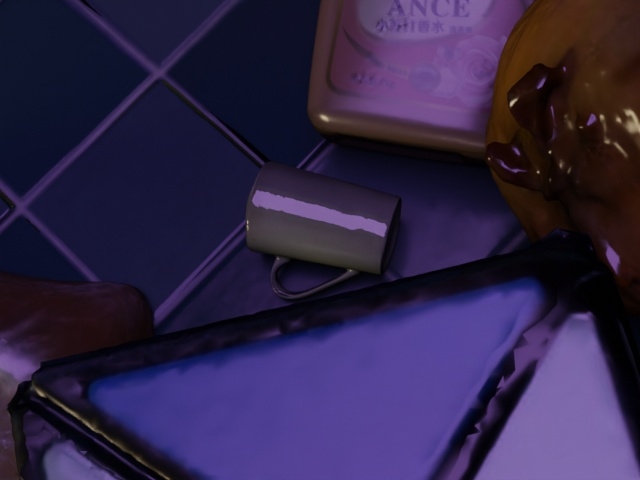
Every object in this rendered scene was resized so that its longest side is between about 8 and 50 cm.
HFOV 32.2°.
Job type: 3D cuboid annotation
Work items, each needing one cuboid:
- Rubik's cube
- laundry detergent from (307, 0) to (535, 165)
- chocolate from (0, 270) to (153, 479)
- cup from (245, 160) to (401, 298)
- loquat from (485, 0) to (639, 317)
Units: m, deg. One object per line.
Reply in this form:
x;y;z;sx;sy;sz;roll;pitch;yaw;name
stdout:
0.028;0.164;0.496;0.250;0.248;0.246;-15;71;4;Rubik's cube
0.091;-0.165;0.654;0.171;0.076;0.237;11;85;9;laundry detergent
-0.235;0.080;0.651;0.253;0.080;0.157;6;75;11;chocolate
0.000;-0.003;0.651;0.083;0.054;0.075;14;75;11;cup
0.190;-0.069;0.516;0.238;0.238;0.193;-32;88;-1;loquat
